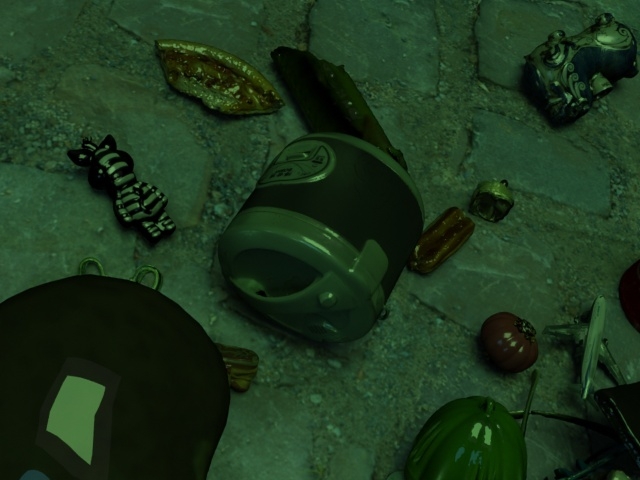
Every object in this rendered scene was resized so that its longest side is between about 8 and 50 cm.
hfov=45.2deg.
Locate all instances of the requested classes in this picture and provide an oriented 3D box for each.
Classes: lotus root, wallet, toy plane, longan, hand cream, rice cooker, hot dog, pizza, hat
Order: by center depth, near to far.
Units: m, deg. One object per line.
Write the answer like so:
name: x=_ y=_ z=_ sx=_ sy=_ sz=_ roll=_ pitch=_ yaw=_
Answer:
longan: x=-0.298 y=0.232 z=0.936 sx=0.404 sy=0.336 sz=0.405 roll=-4 pitch=51 yaw=5
lotus root: x=0.223 y=0.288 z=1.103 sx=0.186 sy=0.186 sz=0.186 roll=7 pitch=59 yaw=-12
rice cooker: x=-0.002 y=0.001 z=1.206 sx=0.288 sy=0.288 sz=0.277 roll=31 pitch=58 yaw=3
wallet: x=0.550 y=0.300 z=1.240 sx=0.309 sy=0.042 sz=0.165 roll=7 pitch=49 yaw=-49
toy plane: x=0.474 y=0.188 z=1.346 sx=0.226 sy=0.058 sz=0.226 roll=36 pitch=45 yaw=-17
hot dog: x=0.217 y=0.001 z=1.399 sx=0.071 sy=0.045 sz=0.165 roll=45 pitch=59 yaw=9
hand cream: x=0.672 y=0.095 z=1.430 sx=0.193 sy=0.125 sz=0.193 roll=6 pitch=61 yaw=-11
pizza: x=-0.197 y=-0.308 z=1.453 sx=0.271 sy=0.056 sz=0.134 roll=34 pitch=49 yaw=6
hat: x=0.326 y=-0.082 z=1.459 sx=0.076 sy=0.077 sz=0.059 roll=16 pitch=57 yaw=-6

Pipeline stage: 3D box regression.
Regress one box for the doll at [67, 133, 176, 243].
doll: x=-0.327 y=-0.087 z=1.282 sx=0.091 sy=0.067 sz=0.219 roll=-35 pitch=80 yaw=-33

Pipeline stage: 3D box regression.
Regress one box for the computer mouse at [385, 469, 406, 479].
computer mouse: x=0.183 y=0.398 z=1.144 sx=0.228 sy=0.068 sz=0.113 roll=4 pitch=58 yaw=-14

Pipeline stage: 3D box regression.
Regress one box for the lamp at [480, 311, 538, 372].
lamp: x=0.320 y=0.172 z=1.302 sx=0.107 sy=0.092 sz=0.107 roll=36 pitch=28 yaw=-23

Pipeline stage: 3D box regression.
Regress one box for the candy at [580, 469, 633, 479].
candy: x=0.403 y=0.515 z=1.104 sx=0.179 sy=0.135 sz=0.321 roll=38 pitch=60 yaw=7

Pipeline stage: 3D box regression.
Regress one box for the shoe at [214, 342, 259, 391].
shoe: x=-0.149 y=0.197 z=1.165 sx=0.109 sy=0.069 sz=0.072 roll=-1 pitch=24 yaw=-29

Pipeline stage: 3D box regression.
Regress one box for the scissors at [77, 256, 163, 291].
scissors: x=-0.318 y=0.113 z=1.194 sx=0.133 sy=0.020 sz=0.187 roll=9 pitch=57 yaw=-16

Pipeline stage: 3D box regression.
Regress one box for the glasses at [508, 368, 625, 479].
glasses: x=0.371 y=0.321 z=1.252 sx=0.239 sy=0.102 sz=0.207 roll=-15 pitch=38 yaw=-22

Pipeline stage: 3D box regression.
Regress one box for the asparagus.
asparagus: x=0.031 y=-0.241 z=1.447 sx=0.108 sy=0.128 sz=0.382 roll=7 pitch=49 yaw=-56

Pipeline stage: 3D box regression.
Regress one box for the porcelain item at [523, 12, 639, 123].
porcelain item: x=0.578 y=-0.372 z=1.671 sx=0.288 sy=0.138 sz=0.186 roll=-22 pitch=79 yaw=-25
